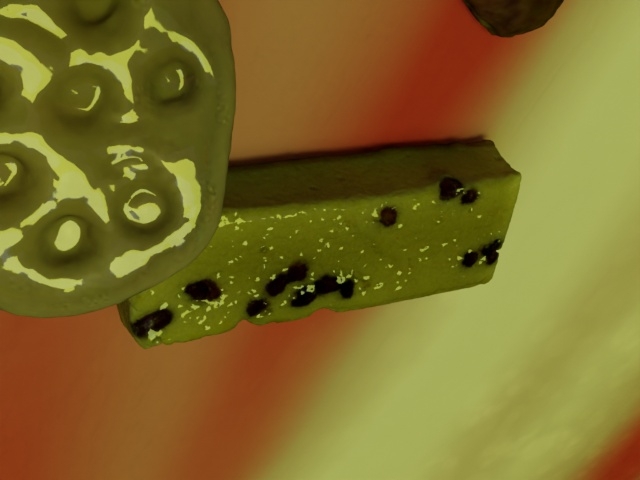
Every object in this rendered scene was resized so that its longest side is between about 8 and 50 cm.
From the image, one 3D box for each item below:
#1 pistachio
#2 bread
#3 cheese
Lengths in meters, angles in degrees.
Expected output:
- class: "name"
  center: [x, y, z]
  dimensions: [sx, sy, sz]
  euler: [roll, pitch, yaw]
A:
- class: "pistachio"
  center: [0.146, -0.217, 0.627]
  dimensions: [0.089, 0.049, 0.173]
  euler: [-43, 137, 8]
- class: "bread"
  center: [0.000, 0.000, 0.710]
  dimensions: [0.361, 0.077, 0.138]
  euler: [-9, 130, -25]
- class: "cheese"
  center: [-0.157, -0.073, 0.500]
  dimensions: [0.218, 0.117, 0.235]
  euler: [28, 91, -29]
